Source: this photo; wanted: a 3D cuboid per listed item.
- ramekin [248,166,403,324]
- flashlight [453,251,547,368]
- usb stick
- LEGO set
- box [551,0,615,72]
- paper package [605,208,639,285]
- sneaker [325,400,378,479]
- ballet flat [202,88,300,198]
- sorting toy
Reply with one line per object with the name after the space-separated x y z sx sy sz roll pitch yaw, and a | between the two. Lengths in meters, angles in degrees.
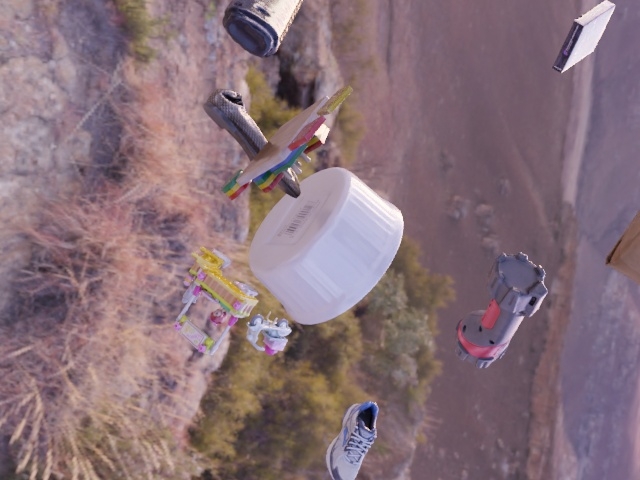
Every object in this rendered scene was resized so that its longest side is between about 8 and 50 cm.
0.000 0.000 1.331 0.135 0.277 0.277 43 54 -26 | ramekin
0.304 0.123 1.299 0.304 0.103 0.103 90 2 -58 | flashlight
-0.059 -0.315 0.951 0.045 0.077 0.278 -41 -160 34 | usb stick
-0.171 0.094 1.155 0.132 0.287 0.107 29 95 -38 | LEGO set
0.561 -0.434 1.585 0.162 0.029 0.116 -34 152 -37 | box
0.534 -0.024 0.795 0.309 0.325 0.168 -51 165 -19 | paper package
0.049 0.284 1.058 0.058 0.052 0.135 -44 -162 45 | sneaker
-0.101 -0.161 1.243 0.058 0.084 0.250 -51 128 -12 | ballet flat
-0.038 -0.134 1.073 0.046 0.274 0.132 45 58 -16 | sorting toy
